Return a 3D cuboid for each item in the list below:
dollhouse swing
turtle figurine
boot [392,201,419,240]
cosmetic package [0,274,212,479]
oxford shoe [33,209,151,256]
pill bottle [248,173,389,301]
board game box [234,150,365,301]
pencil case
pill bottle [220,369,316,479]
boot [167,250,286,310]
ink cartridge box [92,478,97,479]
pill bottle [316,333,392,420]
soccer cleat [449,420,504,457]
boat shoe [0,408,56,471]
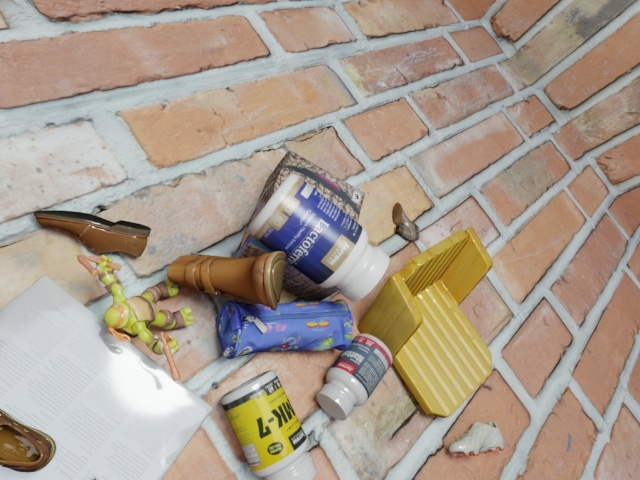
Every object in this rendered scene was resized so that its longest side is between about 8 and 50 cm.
[{"bbox_3d":[0.335,0.209,1.030,0.347,0.315,0.305,-23,60,-36],"label":"dollhouse swing"},{"bbox_3d":[-0.314,0.138,0.734,0.269,0.217,0.087,45,93,9],"label":"turtle figurine"},{"bbox_3d":[0.269,-0.054,1.264,0.087,0.042,0.118,19,60,-28],"label":"boot"},{"bbox_3d":[-0.419,0.286,0.665,0.377,0.097,0.284,42,52,-6],"label":"cosmetic package"},{"bbox_3d":[-0.457,-0.013,0.812,0.213,0.076,0.075,15,100,-12],"label":"oxford shoe"},{"bbox_3d":[0.000,0.000,0.831,0.265,0.153,0.153,37,54,-9],"label":"pill bottle"},{"bbox_3d":[-0.047,-0.031,1.005,0.232,0.141,0.290,27,56,-16],"label":"board game box"},{"bbox_3d":[-0.070,0.188,0.891,0.306,0.133,0.119,4,62,-29],"label":"pencil case"},{"bbox_3d":[-0.098,0.372,0.793,0.119,0.119,0.208,-22,79,-36],"label":"pill bottle"},{"bbox_3d":[-0.182,0.060,0.786,0.220,0.283,0.108,10,85,-5],"label":"boot"},{"bbox_3d":[-0.324,0.414,0.585,0.063,0.029,0.115,-32,86,-36],"label":"ink cartridge box"},{"bbox_3d":[0.076,0.310,0.929,0.108,0.108,0.180,48,53,-1],"label":"pill bottle"},{"bbox_3d":[0.394,0.507,1.045,0.196,0.068,0.076,11,57,-33],"label":"soccer cleat"},{"bbox_3d":[-0.457,0.266,0.560,0.178,0.060,0.064,31,57,-13],"label":"boat shoe"}]
